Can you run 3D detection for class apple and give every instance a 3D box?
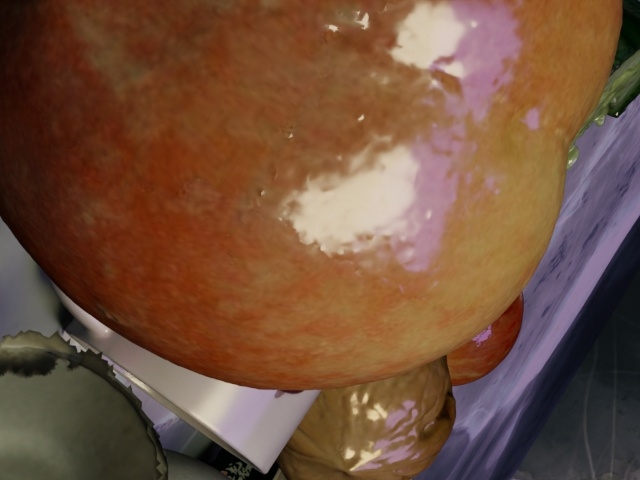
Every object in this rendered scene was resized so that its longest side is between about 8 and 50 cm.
[{"bbox_3d":[0.094,0.053,1.071,0.131,0.146,0.146,-28,146,-39],"label":"apple"}]

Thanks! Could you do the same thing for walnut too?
[{"bbox_3d":[0.023,0.108,0.931,0.184,0.155,0.155,-93,-157,-61],"label":"walnut"}]

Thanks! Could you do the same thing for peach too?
[{"bbox_3d":[-0.014,-0.069,0.490,0.252,0.252,0.252,-47,158,-25],"label":"peach"}]

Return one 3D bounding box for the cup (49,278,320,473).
[{"bbox_3d":[-0.060,0.020,0.707,0.142,0.173,0.134,-55,-168,-11],"label":"cup"}]

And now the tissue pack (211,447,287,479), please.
[{"bbox_3d":[-0.060,0.240,0.952,0.170,0.090,0.103,-56,142,-50],"label":"tissue pack"}]

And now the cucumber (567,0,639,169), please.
[{"bbox_3d":[0.175,-0.128,1.006,0.191,0.130,0.191,-43,158,-23],"label":"cucumber"}]

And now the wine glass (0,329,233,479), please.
[{"bbox_3d":[-0.119,0.187,0.695,0.190,0.190,0.357,-52,161,-13],"label":"wine glass"}]

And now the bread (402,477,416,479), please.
[{"bbox_3d":[-0.040,0.288,1.096,0.288,0.152,0.119,-56,166,-2],"label":"bread"}]
